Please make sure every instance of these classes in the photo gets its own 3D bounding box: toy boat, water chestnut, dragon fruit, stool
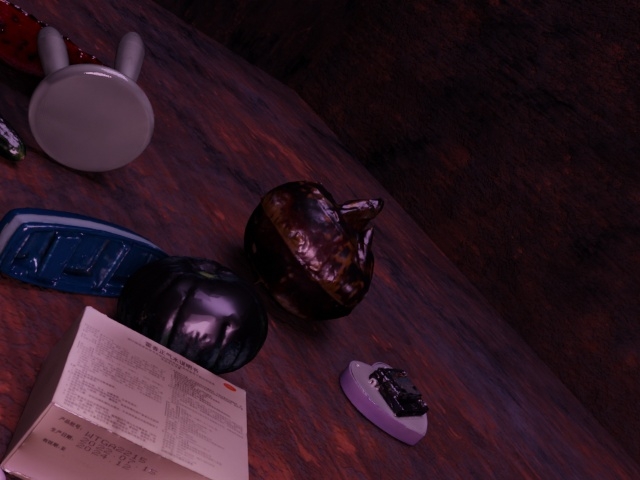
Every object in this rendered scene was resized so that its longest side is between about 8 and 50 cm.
[{"bbox_3d":[-0.290,0.021,0.880,0.062,0.096,0.299,40,12,32],"label":"toy boat"},{"bbox_3d":[0.000,0.000,1.260,0.300,0.300,0.300,37,17,-13],"label":"water chestnut"},{"bbox_3d":[-0.561,-0.366,1.239,0.344,0.100,0.282,30,-3,-33],"label":"dragon fruit"},{"bbox_3d":[-0.390,-0.250,1.131,0.196,0.195,0.198,-1,41,-16],"label":"stool"}]

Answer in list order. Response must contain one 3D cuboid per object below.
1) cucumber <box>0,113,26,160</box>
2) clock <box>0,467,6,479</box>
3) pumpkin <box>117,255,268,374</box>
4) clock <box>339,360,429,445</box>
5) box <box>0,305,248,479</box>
[{"bbox_3d":[-0.527,-0.196,0.989,0.215,0.052,0.058,40,36,-2],"label":"cucumber"},{"bbox_3d":[-0.371,0.040,0.357,0.377,0.250,0.368,43,17,12],"label":"clock"},{"bbox_3d":[-0.166,0.100,0.859,0.202,0.140,0.202,19,8,-3],"label":"pumpkin"},{"bbox_3d":[0.134,0.283,1.182,0.198,0.064,0.172,17,27,-52],"label":"clock"},{"bbox_3d":[-0.184,0.187,0.670,0.212,0.095,0.168,35,19,-21],"label":"box"}]
